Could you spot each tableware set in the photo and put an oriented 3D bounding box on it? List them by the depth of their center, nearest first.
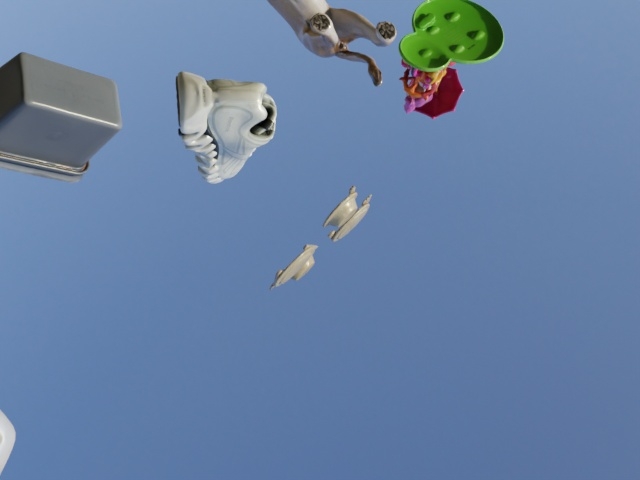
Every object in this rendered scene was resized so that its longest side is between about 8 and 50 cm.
[{"bbox_3d":[0.000,0.000,1.264,0.169,0.141,0.020,-44,-98,-4],"label":"tableware set"}]

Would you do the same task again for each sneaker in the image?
[{"bbox_3d":[-0.113,-0.143,1.401,0.118,0.292,0.110,-6,-97,1],"label":"sneaker"}]

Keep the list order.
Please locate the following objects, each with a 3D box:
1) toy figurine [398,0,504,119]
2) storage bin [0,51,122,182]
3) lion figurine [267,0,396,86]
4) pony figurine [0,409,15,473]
[{"bbox_3d":[0.160,-0.231,1.497,0.130,0.159,0.173,40,-125,17],"label":"toy figurine"},{"bbox_3d":[-0.254,-0.124,0.989,0.091,0.135,0.098,-29,-118,36],"label":"storage bin"},{"bbox_3d":[-0.037,-0.400,1.698,0.142,0.392,0.240,-31,-174,-14],"label":"lion figurine"},{"bbox_3d":[-0.236,0.241,0.620,0.303,0.363,0.351,-7,-150,36],"label":"pony figurine"}]
